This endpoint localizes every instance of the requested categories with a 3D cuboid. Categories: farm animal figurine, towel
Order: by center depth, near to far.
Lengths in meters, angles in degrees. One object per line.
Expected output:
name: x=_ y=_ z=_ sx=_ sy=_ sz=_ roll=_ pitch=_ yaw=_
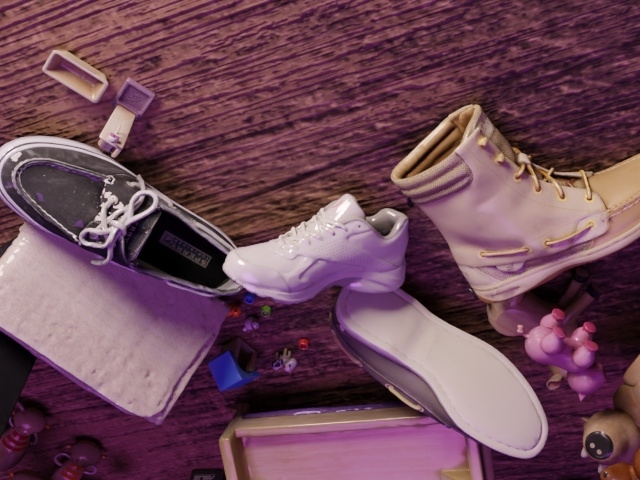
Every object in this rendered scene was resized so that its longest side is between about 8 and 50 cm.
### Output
farm animal figurine: x=0.362 y=0.175 z=1.020 sx=0.327 sy=0.330 sz=0.172 roll=-2 pitch=134 yaw=-30
towel: x=-0.256 y=0.080 z=1.040 sx=0.282 sy=0.187 sz=0.049 roll=42 pitch=157 yaw=-24

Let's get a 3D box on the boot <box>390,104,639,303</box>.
boot: x=0.228 y=-0.068 z=0.907 sx=0.262 sy=0.095 sz=0.203 roll=-30 pitch=115 yaw=22

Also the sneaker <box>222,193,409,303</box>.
sneaker: x=0.000 y=0.000 z=0.972 sx=0.232 sy=0.090 sz=0.115 roll=-6 pitch=121 yaw=-31

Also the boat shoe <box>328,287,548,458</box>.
boat shoe: x=0.141 y=0.161 z=1.064 sx=0.305 sy=0.109 sz=0.091 roll=38 pitch=153 yaw=3

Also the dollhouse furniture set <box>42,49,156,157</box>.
dollhouse furniture set: x=-0.252 y=-0.134 z=0.912 sx=0.114 sy=0.081 sz=0.091 roll=32 pitch=126 yaw=-19

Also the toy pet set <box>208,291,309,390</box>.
toy pet set: x=-0.095 y=0.148 z=1.144 sx=0.114 sy=0.065 sz=0.122 roll=-33 pitch=119 yaw=29

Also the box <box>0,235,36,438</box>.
box: x=-0.435 y=0.143 z=1.050 sx=0.184 sy=0.261 sz=0.103 roll=-25 pitch=123 yaw=26

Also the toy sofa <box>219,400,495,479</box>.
toy sofa: x=0.055 y=0.291 z=1.215 sx=0.363 sy=0.177 sz=0.150 roll=-7 pitch=104 yaw=13

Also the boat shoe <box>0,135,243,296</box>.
boat shoe: x=-0.218 y=-0.017 z=0.963 sx=0.306 sy=0.105 sz=0.113 roll=34 pitch=88 yaw=-23

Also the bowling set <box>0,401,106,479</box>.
bowling set: x=-0.473 y=0.346 z=1.278 sx=0.287 sy=0.199 sz=0.154 roll=27 pitch=127 yaw=-21

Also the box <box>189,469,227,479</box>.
box: x=-0.174 y=0.509 z=1.383 sx=0.056 sy=0.183 sz=0.231 roll=-3 pitch=129 yaw=9
